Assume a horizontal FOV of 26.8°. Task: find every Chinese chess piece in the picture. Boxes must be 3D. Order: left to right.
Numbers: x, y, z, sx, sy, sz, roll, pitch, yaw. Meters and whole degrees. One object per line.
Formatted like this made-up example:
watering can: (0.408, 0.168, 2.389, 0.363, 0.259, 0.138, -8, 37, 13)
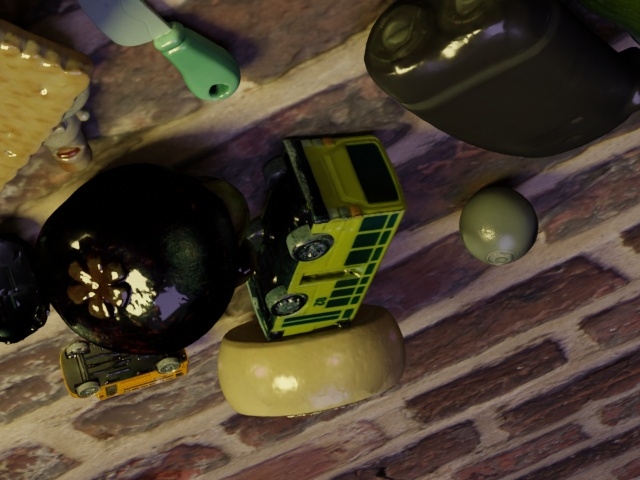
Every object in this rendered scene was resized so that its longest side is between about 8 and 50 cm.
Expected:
Chinese chess piece: (-0.013, 0.153, 1.771, 0.250, 0.097, 0.251, -10, -172, 1)

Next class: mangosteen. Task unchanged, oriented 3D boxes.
mangosteen: (-0.183, 0.017, 1.460, 0.243, 0.243, 0.243, -15, 150, -9)

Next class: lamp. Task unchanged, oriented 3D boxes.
lamp: (0.232, -0.018, 1.747, 0.105, 0.105, 0.105, -15, 150, -9)

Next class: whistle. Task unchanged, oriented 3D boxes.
whistle: (-0.266, -0.132, 1.302, 0.107, 0.057, 0.220, -15, 155, 1)

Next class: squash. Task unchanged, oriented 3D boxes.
squash: (0.344, -0.258, 1.458, 0.077, 0.068, 0.219, -43, 144, 21)

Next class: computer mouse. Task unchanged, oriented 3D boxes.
computer mouse: (-0.371, 0.062, 1.533, 0.146, 0.077, 0.242, -19, 150, -6)

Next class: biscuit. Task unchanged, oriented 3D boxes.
biscuit: (-0.379, -0.148, 1.155, 0.325, 0.044, 0.217, 20, 133, -32)

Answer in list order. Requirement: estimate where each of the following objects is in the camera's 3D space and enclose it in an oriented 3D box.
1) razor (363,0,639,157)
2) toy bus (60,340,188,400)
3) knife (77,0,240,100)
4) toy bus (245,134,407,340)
razor: (0.212, -0.178, 1.446, 0.204, 0.113, 0.349, -25, 153, 32)
toy bus: (-0.259, 0.164, 1.777, 0.162, 0.069, 0.074, -15, 152, -12)
knife: (-0.168, -0.204, 1.277, 0.063, 0.035, 0.260, -27, 144, 23)
toy bus: (0.000, 0.000, 1.610, 0.150, 0.128, 0.262, -8, 147, -21)
